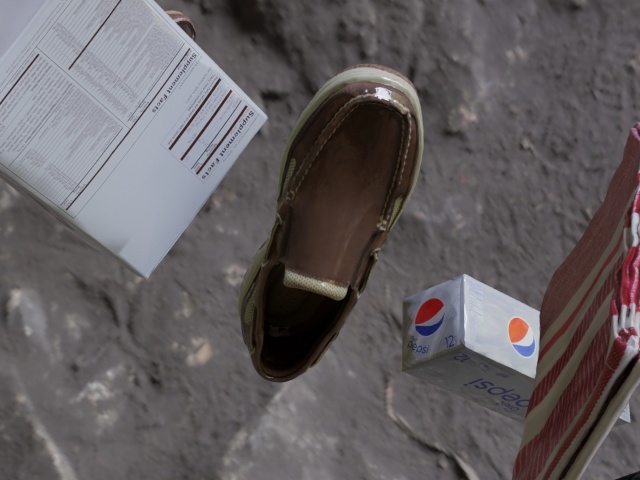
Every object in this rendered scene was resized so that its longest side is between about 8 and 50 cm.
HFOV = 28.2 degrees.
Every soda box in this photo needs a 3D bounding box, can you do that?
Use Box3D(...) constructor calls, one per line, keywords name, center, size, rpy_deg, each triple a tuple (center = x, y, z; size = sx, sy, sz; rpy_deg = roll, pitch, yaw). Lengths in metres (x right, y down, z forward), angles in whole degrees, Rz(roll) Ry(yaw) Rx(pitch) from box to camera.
Box3D(name="soda box", center=(0.222, 0.138, 1.435), size=(0.098, 0.286, 0.091), rpy_deg=(-28, 48, 42))

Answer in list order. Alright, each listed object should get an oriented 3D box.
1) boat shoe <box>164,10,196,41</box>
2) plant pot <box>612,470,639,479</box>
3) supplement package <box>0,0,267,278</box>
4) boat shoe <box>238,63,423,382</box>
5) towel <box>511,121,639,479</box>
Box3D(name="boat shoe", center=(-0.227, -0.198, 1.543), size=(0.207, 0.073, 0.073), rpy_deg=(-43, 36, -11))
Box3D(name="plant pot", center=(0.257, 0.311, 1.096), size=(0.188, 0.167, 0.187), rpy_deg=(-29, 4, 31))
Box3D(name="supplement package", center=(-0.188, -0.110, 0.881), size=(0.194, 0.203, 0.149), rpy_deg=(30, 81, 42))
Box3D(name="boat shoe", center=(0.008, 0.002, 0.881), size=(0.095, 0.257, 0.095), rpy_deg=(12, 42, -9))
Box3D(name="towel", center=(0.210, 0.072, 1.022), size=(0.037, 0.237, 0.329), rpy_deg=(22, 35, 3))
